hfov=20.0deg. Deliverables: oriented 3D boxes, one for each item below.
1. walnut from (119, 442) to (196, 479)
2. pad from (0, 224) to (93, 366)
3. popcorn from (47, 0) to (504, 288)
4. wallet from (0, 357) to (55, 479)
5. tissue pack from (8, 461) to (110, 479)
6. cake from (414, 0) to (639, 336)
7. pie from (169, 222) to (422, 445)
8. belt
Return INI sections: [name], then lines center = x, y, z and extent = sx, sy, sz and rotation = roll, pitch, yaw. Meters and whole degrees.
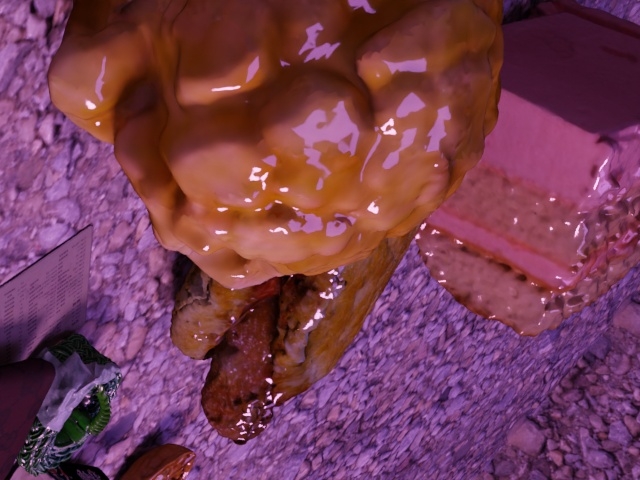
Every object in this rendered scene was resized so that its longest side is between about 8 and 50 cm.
[walnut]
center = -0.205, 0.283, 2.153
extent = 0.121, 0.052, 0.091
rotation = -47, 158, -19
[pad]
center = -0.308, 0.102, 1.690
extent = 0.265, 0.009, 0.159
rotation = -38, 155, -34
[popcorn]
center = -0.011, -0.144, 1.435
extent = 0.390, 0.354, 0.344
rotation = -41, 139, -24
[wallet]
center = -0.353, 0.193, 1.663
extent = 0.229, 0.049, 0.182
rotation = -9, 133, -61
[tissue pack]
center = -0.282, 0.298, 1.958
extent = 0.103, 0.090, 0.170
rotation = -53, 158, 1
[cake]
center = 0.278, -0.099, 2.225
extent = 0.314, 0.293, 0.307
rotation = -37, 150, -45
[pie]
center = 0.015, -0.019, 1.961
extent = 0.418, 0.180, 0.395
rotation = -46, 166, -49
[belt]
center = -0.254, 0.168, 1.809
extent = 0.121, 0.079, 0.151
rotation = -23, 147, -59
